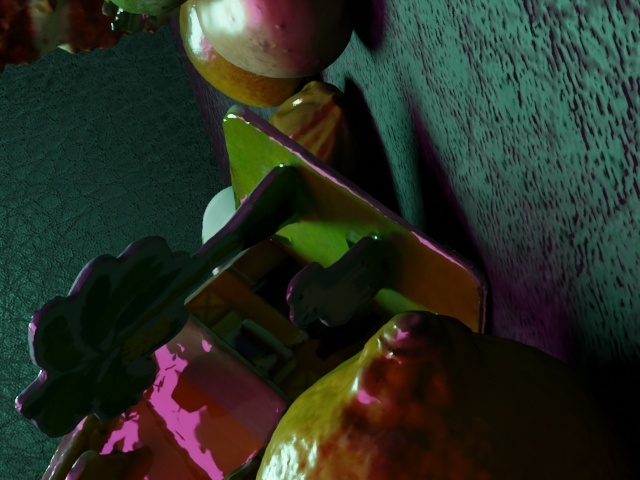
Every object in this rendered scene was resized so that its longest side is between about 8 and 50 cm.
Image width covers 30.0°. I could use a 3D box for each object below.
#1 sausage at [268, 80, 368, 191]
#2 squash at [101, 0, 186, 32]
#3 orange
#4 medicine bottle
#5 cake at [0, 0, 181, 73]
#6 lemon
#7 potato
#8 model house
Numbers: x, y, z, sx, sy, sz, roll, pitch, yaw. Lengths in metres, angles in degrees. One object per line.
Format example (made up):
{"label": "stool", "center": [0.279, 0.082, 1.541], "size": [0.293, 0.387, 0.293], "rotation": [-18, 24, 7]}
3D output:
{"label": "sausage", "center": [-0.005, 0.000, 1.032], "size": [0.354, 0.116, 0.134], "rotation": [85, 180, -50]}
{"label": "squash", "center": [-0.079, -0.221, 0.685], "size": [0.378, 0.101, 0.101], "rotation": [-41, 67, 63]}
{"label": "orange", "center": [-0.070, -0.194, 1.059], "size": [0.170, 0.112, 0.160], "rotation": [59, 172, 4]}
{"label": "medicine bottle", "center": [-0.086, -0.001, 1.547], "size": [0.237, 0.139, 0.139], "rotation": [-142, 34, -75]}
{"label": "cake", "center": [-0.299, -0.393, 1.347], "size": [0.270, 0.319, 0.269], "rotation": [58, 155, 32]}
{"label": "lemon", "center": [0.061, 0.143, 0.542], "size": [0.188, 0.188, 0.257], "rotation": [-120, 12, -59]}
{"label": "potato", "center": [-0.029, -0.162, 0.808], "size": [0.147, 0.112, 0.112], "rotation": [-174, 65, -75]}
{"label": "model house", "center": [-0.062, 0.139, 0.811], "size": [0.242, 0.313, 0.358], "rotation": [34, 153, 25]}
